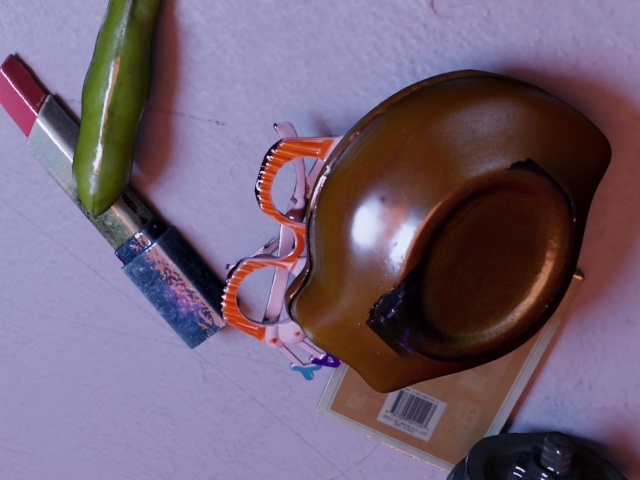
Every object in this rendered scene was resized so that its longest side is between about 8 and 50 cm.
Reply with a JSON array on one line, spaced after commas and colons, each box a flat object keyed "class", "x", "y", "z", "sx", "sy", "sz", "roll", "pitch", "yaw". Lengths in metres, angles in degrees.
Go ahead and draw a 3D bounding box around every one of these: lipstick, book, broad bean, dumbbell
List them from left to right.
[{"class": "lipstick", "x": -0.197, "y": -0.036, "z": 0.967, "sx": 0.051, "sy": 0.051, "sz": 0.312, "roll": -36, "pitch": 100, "yaw": 24}, {"class": "broad bean", "x": -0.161, "y": -0.161, "z": 0.872, "sx": 0.056, "sy": 0.098, "sz": 0.317, "roll": 13, "pitch": 116, "yaw": -12}, {"class": "book", "x": 0.111, "y": 0.096, "z": 0.964, "sx": 0.170, "sy": 0.018, "sz": 0.241, "roll": 24, "pitch": 116, "yaw": 3}, {"class": "dumbbell", "x": 0.194, "y": 0.301, "z": 0.939, "sx": 0.192, "sy": 0.192, "sz": 0.289, "roll": 9, "pitch": 113, "yaw": 10}]

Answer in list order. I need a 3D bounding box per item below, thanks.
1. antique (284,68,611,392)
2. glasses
[{"class": "antique", "x": 0.103, "y": -0.004, "z": 0.822, "sx": 0.278, "sy": 0.129, "sz": 0.223, "roll": -43, "pitch": 120, "yaw": 3}, {"class": "glasses", "x": 0.007, "y": 0.004, "z": 0.921, "sx": 0.162, "sy": 0.095, "sz": 0.255, "roll": 15, "pitch": 114, "yaw": -10}]
